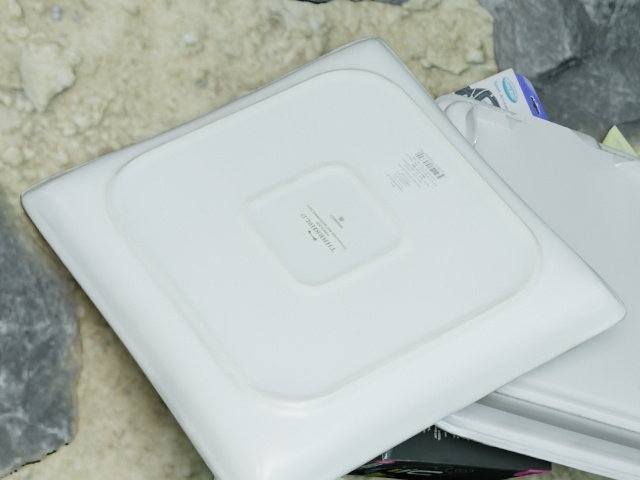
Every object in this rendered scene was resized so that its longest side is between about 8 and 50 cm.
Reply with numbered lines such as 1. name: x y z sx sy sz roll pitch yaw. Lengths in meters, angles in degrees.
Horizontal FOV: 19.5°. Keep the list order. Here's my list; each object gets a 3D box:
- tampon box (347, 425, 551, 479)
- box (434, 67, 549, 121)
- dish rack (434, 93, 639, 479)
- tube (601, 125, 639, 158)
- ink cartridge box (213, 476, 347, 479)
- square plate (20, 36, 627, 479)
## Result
1. tampon box: 0.090 0.142 1.517 0.161 0.120 0.101 8 75 -27
2. box: 0.141 -0.098 1.651 0.136 0.028 0.081 -24 91 -33
3. dish rack: 0.198 0.025 1.525 0.285 0.072 0.333 17 48 -20
4. tube: 0.230 -0.002 1.663 0.240 0.062 0.070 -44 142 -33
5. ink cartridge box: -0.003 0.242 1.479 0.181 0.061 0.104 24 69 -22
6. square plate: 0.000 0.000 1.411 0.344 0.049 0.347 -26 58 -22
